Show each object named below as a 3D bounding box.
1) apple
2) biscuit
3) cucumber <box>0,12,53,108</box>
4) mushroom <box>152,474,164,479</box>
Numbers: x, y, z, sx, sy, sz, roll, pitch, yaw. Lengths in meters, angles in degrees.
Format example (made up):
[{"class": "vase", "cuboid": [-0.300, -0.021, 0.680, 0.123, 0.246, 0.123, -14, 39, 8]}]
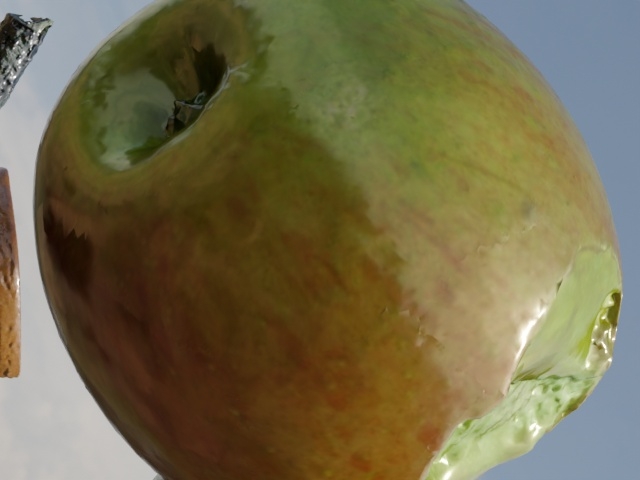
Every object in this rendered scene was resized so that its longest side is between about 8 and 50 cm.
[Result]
[{"class": "apple", "cuboid": [0.000, 0.000, 0.796, 0.339, 0.339, 0.339, 47, -24, 29]}, {"class": "biscuit", "cuboid": [-0.346, 0.037, 1.460, 0.192, 0.036, 0.186, -112, -157, -49]}, {"class": "cucumber", "cuboid": [-0.344, -0.163, 1.411, 0.053, 0.181, 0.053, 32, -1, 1]}, {"class": "mushroom", "cuboid": [-0.093, 0.285, 1.081, 0.189, 0.164, 0.267, 42, -7, -18]}]
